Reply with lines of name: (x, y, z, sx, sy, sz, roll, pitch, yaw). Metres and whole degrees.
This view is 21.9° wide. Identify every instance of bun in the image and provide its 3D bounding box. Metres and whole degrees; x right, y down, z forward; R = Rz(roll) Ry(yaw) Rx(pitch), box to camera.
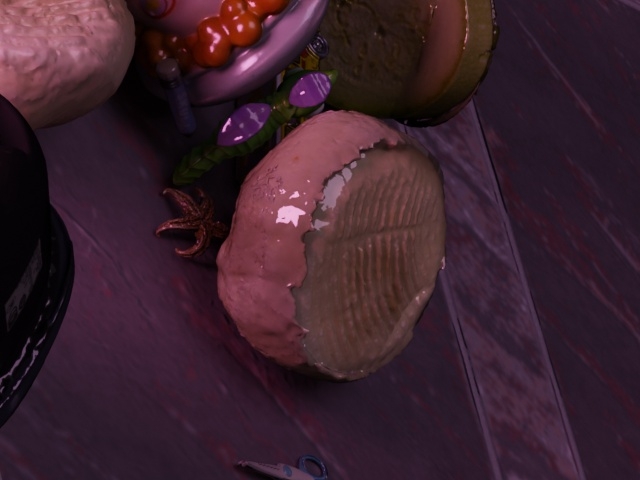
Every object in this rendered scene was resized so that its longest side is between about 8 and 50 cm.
bun: (0.000, 0.000, 1.555, 0.259, 0.152, 0.259, -23, 122, -44)
bun: (-0.277, -0.180, 1.367, 0.259, 0.160, 0.259, 21, 42, -21)

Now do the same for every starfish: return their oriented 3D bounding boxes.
starfish: (-0.117, -0.019, 1.554, 0.078, 0.028, 0.091, 36, 36, -26)

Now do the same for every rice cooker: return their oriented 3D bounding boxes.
rice cooker: (-0.294, 0.008, 1.072, 0.267, 0.224, 0.267, 3, 55, -4)

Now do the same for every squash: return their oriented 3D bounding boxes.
squash: (0.082, -0.231, 1.788, 0.133, 0.220, 0.220, -6, 70, -56)

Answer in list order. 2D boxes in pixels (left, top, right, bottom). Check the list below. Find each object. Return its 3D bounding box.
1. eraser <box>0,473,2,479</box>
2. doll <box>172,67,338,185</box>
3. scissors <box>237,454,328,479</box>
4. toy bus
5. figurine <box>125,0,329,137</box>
eraser: (-0.275, 0.181, 1.181, 0.089, 0.061, 0.352, 2, 65, -51)
doll: (-0.061, -0.111, 1.567, 0.190, 0.115, 0.050, -34, 90, -11)
scissors: (-0.031, 0.212, 1.499, 0.119, 0.014, 0.058, 25, 43, -43)
toy bus: (-0.042, -0.148, 1.703, 0.074, 0.081, 0.226, 25, 50, -33)
figurine: (-0.164, -0.302, 1.549, 0.382, 0.224, 0.205, 47, 4, -9)
